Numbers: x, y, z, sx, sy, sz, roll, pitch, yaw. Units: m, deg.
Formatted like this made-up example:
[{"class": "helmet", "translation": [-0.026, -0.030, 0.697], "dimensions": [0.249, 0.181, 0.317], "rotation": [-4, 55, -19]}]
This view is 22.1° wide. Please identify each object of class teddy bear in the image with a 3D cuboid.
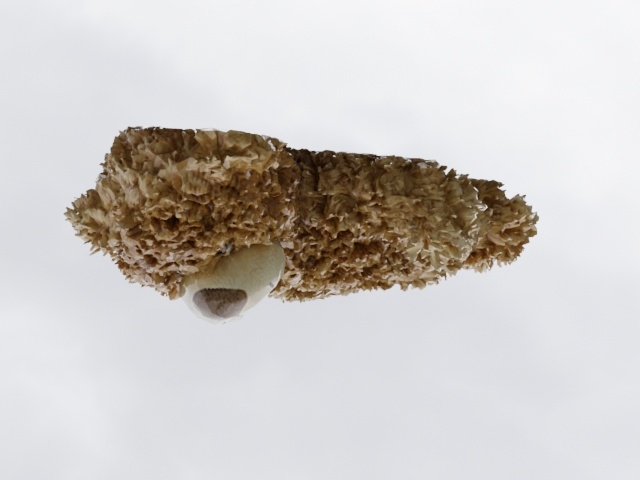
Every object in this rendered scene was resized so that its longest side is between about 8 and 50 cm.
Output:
[{"class": "teddy bear", "translation": [0.000, 0.000, 1.055], "dimensions": [0.245, 0.113, 0.338], "rotation": [3, 178, 21]}]
